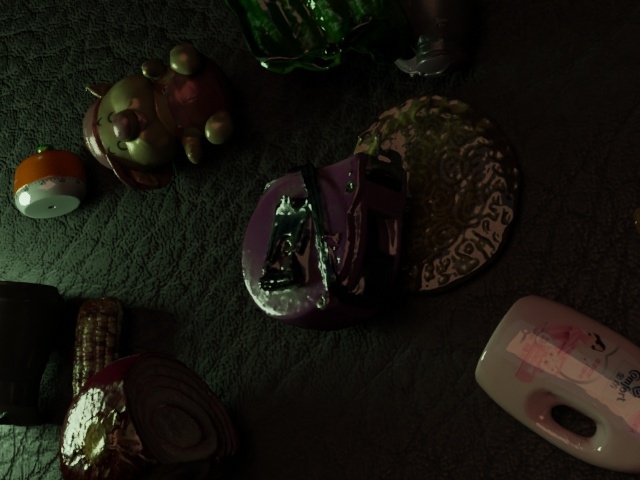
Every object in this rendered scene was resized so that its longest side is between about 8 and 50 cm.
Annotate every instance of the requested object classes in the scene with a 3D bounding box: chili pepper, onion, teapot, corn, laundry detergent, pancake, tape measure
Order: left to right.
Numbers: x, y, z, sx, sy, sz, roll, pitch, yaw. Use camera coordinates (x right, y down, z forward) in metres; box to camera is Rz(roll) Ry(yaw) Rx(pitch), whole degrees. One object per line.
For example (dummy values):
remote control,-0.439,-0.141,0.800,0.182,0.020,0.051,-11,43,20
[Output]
teapot,-0.506,0.182,1.592,0.203,0.171,0.225,-9,75,57
corn,-0.348,0.204,1.550,0.079,0.079,0.237,-3,78,25
onion,-0.263,0.275,1.385,0.207,0.216,0.206,-41,61,17
chili pepper,-0.022,-0.361,1.507,0.385,0.167,0.213,48,112,36
tape measure,0.000,0.000,1.376,0.231,0.149,0.245,-11,71,40
pancake,0.148,-0.066,1.417,0.288,0.033,0.286,40,95,30
teapot,0.156,-0.308,1.442,0.148,0.116,0.146,-8,81,19
laundry detergent,0.355,0.201,1.201,0.335,0.088,0.159,33,95,29

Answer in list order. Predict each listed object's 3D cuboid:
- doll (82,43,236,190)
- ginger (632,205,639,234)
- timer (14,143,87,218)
doll,-0.260,-0.192,1.580,0.255,0.152,0.196,-22,66,19
ginger,0.521,-0.057,1.220,0.258,0.065,0.149,-41,74,2
timer,-0.458,-0.108,1.680,0.136,0.099,0.136,-3,75,12
